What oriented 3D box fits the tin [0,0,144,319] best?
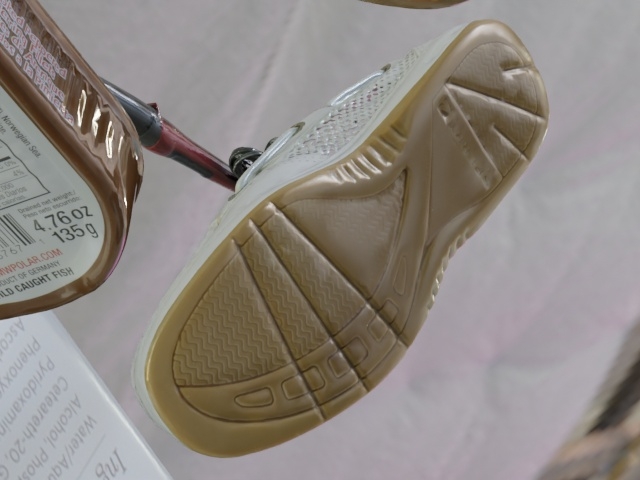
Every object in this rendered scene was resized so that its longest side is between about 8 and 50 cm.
[{"bbox_3d":[-0.128,-0.044,0.533,0.106,0.040,0.190,-21,-48,19],"label":"tin"}]

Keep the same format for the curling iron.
[{"bbox_3d":[-0.124,-0.097,1.422,0.274,0.035,0.068,28,-55,-38],"label":"curling iron"}]

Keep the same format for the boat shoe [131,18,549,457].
[{"bbox_3d":[0.000,0.000,0.815,0.277,0.096,0.098,-44,-67,-37],"label":"boat shoe"}]

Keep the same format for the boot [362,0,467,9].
[{"bbox_3d":[0.061,-0.162,0.609,0.197,0.073,0.152,-4,-43,13],"label":"boot"}]

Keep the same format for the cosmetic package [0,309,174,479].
[{"bbox_3d":[-0.275,0.213,0.868,0.329,0.394,0.327,-22,22,30],"label":"cosmetic package"}]
